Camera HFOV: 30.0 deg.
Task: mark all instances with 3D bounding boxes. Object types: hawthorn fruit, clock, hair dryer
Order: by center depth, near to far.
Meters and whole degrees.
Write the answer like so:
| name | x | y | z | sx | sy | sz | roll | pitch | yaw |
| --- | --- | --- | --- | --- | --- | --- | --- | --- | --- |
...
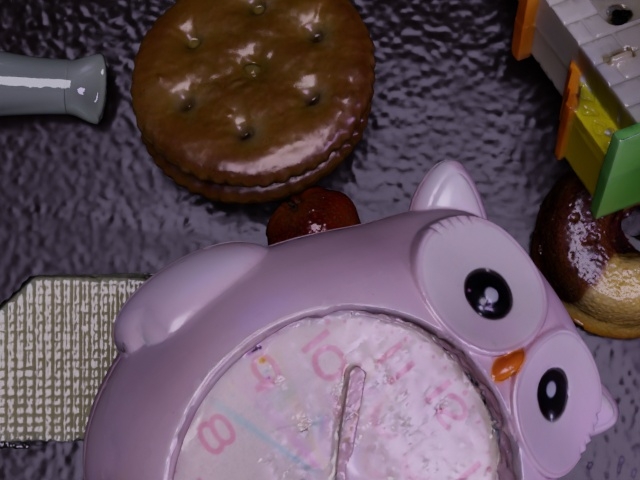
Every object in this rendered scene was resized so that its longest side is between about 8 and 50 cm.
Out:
| name | x | y | z | sx | sy | sz | roll | pitch | yaw |
| --- | --- | --- | --- | --- | --- | --- | --- | --- | --- |
| clock | 0.019 | 0.145 | 0.917 | 0.377 | 0.250 | 0.368 | -37 | 99 | -15 |
| clock | 0.272 | -0.178 | 1.010 | 0.220 | 0.106 | 0.255 | -20 | 59 | -11 |
| hawthorn fruit | 0.000 | 0.000 | 1.036 | 0.093 | 0.093 | 0.093 | 0 | 82 | 2 |
| hair dryer | -0.303 | -0.060 | 1.071 | 0.206 | 0.075 | 0.237 | 6 | 90 | -4 |

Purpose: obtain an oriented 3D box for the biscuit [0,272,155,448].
| name | x | y | z | sx | sy | sz | roll | pitch | yaw |
| --- | --- | --- | --- | --- | --- | --- | --- | --- | --- |
| biscuit | -0.188 | 0.103 | 1.040 | 0.252 | 0.052 | 0.150 | -1 | 86 | -1 |

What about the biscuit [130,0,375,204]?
| name | x | y | z | sx | sy | sz | roll | pitch | yaw |
| --- | --- | --- | --- | --- | --- | --- | --- | --- | --- |
| biscuit | -0.058 | -0.136 | 1.041 | 0.220 | 0.066 | 0.220 | -3 | 67 | 7 |

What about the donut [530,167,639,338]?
| name | x | y | z | sx | sy | sz | roll | pitch | yaw |
| --- | --- | --- | --- | --- | --- | --- | --- | --- | --- |
| donut | 0.273 | -0.009 | 1.032 | 0.184 | 0.073 | 0.166 | -36 | 80 | -5 |
